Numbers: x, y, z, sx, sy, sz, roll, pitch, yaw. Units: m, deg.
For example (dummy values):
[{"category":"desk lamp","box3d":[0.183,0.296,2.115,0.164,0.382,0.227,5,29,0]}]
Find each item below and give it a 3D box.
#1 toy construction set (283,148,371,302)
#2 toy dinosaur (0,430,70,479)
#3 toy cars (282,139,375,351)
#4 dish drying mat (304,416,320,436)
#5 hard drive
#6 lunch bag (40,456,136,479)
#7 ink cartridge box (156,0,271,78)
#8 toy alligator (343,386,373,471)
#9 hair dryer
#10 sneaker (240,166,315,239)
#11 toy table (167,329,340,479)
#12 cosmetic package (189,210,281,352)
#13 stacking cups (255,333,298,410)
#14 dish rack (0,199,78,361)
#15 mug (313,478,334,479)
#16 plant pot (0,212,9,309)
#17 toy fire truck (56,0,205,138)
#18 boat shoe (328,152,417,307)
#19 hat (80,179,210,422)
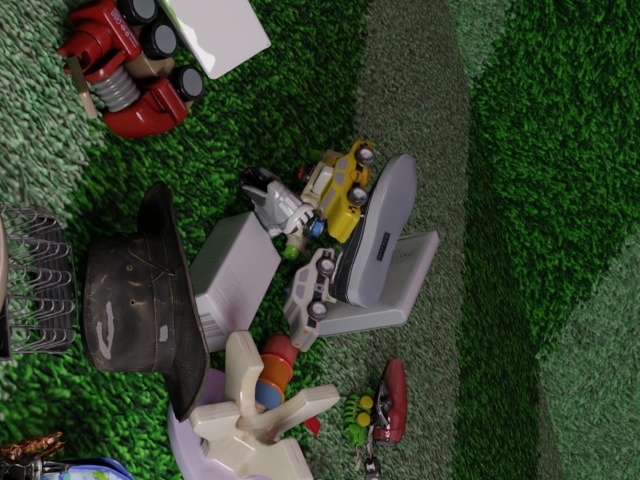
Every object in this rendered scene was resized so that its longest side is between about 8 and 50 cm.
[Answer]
[{"category":"toy construction set","box3d":[0.004,-0.045,1.782,0.215,0.151,0.328,78,21,-63]},{"category":"toy dinosaur","box3d":[-0.373,0.260,0.871,0.322,0.218,0.164,-56,142,-47]},{"category":"toy cars","box3d":[0.000,0.000,1.582,0.176,0.087,0.394,-132,-120,-80]},{"category":"dish drying mat","box3d":[-0.023,0.343,1.706,0.083,0.008,0.032,58,33,-33]},{"category":"hard drive","box3d":[0.123,0.086,1.866,0.040,0.203,0.307,65,31,-23]},{"category":"lunch bag","box3d":[-0.303,0.315,1.073,0.151,0.129,0.096,25,58,-55]},{"category":"ink cartridge box","box3d":[-0.204,-0.397,1.404,0.198,0.115,0.273,59,-3,-32]},{"category":"toy alligator","box3d":[0.069,0.381,1.821,0.051,0.056,0.190,20,53,-9]},{"category":"hair dryer","box3d":[0.151,0.351,1.868,0.293,0.080,0.223,-73,172,-64]},{"category":"sneaker","box3d":[-0.097,-0.075,1.567,0.132,0.228,0.086,48,70,-12]},{"category":"toy table","box3d":[-0.109,0.274,1.298,0.252,0.161,0.274,-14,61,-46]},{"category":"cosmetic package","box3d":[-0.156,0.067,1.491,0.117,0.085,0.231,61,30,-27]},{"category":"stacking cups","box3d":[-0.115,0.282,1.493,0.096,0.096,0.316,61,28,-29]},{"category":"dish rack","box3d":[-0.362,0.046,1.085,0.271,0.074,0.208,24,59,-74]},{"category":"mug","box3d":[-0.032,0.483,1.539,0.158,0.097,0.129,26,57,-57]},{"category":"plant pot","box3d":[-0.430,0.038,0.849,0.191,0.284,0.284,114,-28,-74]},{"category":"toy fire truck","box3d":[-0.298,-0.231,1.299,0.217,0.158,0.246,60,45,-31]},{"category":"boat shoe","box3d":[0.094,-0.026,1.690,0.113,0.105,0.306,18,87,-51]},{"category":"hat","box3d":[-0.258,0.088,1.187,0.134,0.331,0.331,-6,83,-24]}]
